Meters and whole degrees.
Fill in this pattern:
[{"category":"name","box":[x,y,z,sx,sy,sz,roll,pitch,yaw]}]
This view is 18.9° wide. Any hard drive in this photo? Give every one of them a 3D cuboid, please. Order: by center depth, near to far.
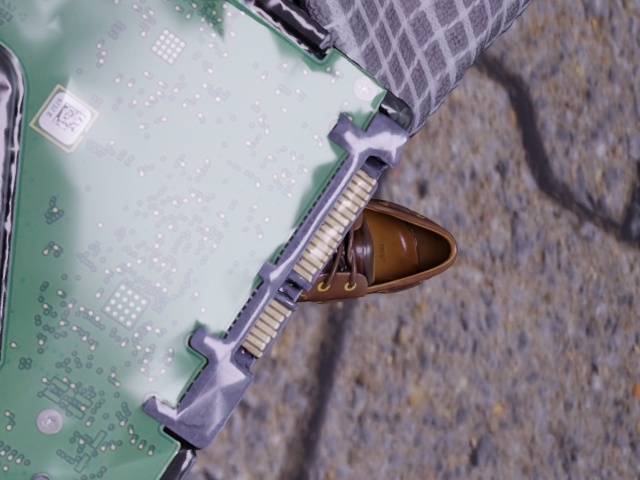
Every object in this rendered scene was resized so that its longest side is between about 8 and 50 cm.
[{"category":"hard drive","box":[-0.163,-0.047,0.644,0.339,0.064,0.237,35,83,-14]}]

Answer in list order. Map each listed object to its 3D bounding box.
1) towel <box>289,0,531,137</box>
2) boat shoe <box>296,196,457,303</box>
[{"category":"towel","box":[0.003,-0.196,0.916,0.235,0.121,0.283,-48,126,-36]},{"category":"boat shoe","box":[0.000,0.000,0.971,0.178,0.060,0.064,0,93,-48]}]
